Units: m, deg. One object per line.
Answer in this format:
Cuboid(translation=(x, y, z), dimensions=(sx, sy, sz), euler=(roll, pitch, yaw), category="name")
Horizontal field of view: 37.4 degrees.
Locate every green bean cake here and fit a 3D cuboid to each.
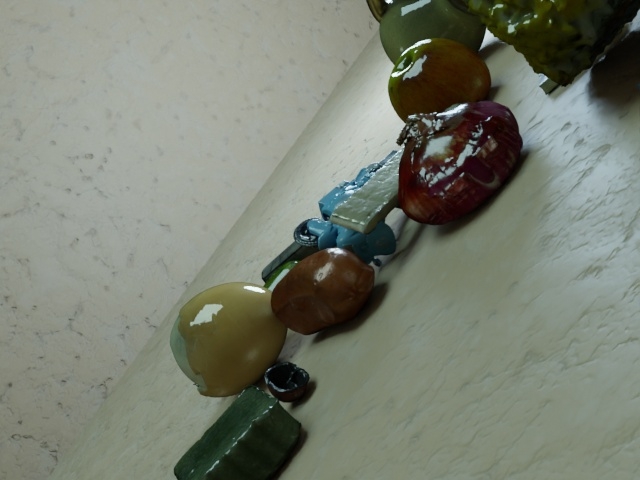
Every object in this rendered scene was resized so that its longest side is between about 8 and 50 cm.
Cuboid(translation=(-0.121, 0.313, 1.409), dimensions=(0.185, 0.094, 0.183), euler=(-52, 11, -12), category="green bean cake")

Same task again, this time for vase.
Cuboid(translation=(0.248, -0.523, 2.108), dimensions=(0.302, 0.329, 0.241), euler=(-31, 38, 57), category="vase")

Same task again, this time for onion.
Cuboid(translation=(0.201, -0.140, 1.488), dimensions=(0.230, 0.163, 0.230), euler=(-38, 13, 11), category="onion")

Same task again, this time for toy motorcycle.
Cuboid(translation=(0.091, -0.056, 1.687), dimensions=(0.182, 0.123, 0.272), euler=(22, 52, 36), category="toy motorcycle")

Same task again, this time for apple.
Cuboid(translation=(0.229, -0.305, 1.861), dimensions=(0.196, 0.196, 0.196), euler=(-47, 12, 13), category="apple")

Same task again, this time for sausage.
Cuboid(translation=(0.003, 0.083, 1.605), dimensions=(0.133, 0.133, 0.258), euler=(-56, 12, -27), category="sausage")

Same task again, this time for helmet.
Cuboid(translation=(-0.050, 0.235, 1.506), dimensions=(0.065, 0.049, 0.084), euler=(-21, 30, -24), category="helmet")

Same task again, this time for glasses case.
Cuboid(translation=(0.000, 0.000, 1.939), dimensions=(0.114, 0.060, 0.299), euler=(-8, -25, -47), category="glasses case")

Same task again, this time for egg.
Cuboid(translation=(-0.167, 0.178, 1.755), dimensions=(0.244, 0.201, 0.201), euler=(-35, 17, 22), category="egg")

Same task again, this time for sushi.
Cuboid(translation=(0.368, -0.406, 1.288), dimensions=(0.351, 0.240, 0.396), euler=(-47, -9, 18), category="sushi")

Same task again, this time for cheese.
Cuboid(translation=(0.163, -0.136, 1.648), dimensions=(0.085, 0.034, 0.400), euler=(21, 47, 35), category="cheese")

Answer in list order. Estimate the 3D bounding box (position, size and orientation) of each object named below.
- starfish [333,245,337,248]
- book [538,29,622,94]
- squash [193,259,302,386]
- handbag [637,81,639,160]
Cuboid(translation=(0.015, 0.067, 1.821), dimensions=(0.176, 0.053, 0.208), euler=(-60, 6, -1), category="starfish")
Cuboid(translation=(0.437, -0.347, 1.603), dimensions=(0.160, 0.024, 0.228), euler=(-42, 14, 30), category="book")
Cuboid(translation=(-0.132, 0.175, 1.907), dimensions=(0.331, 0.087, 0.087), euler=(-51, 12, -7), category="squash")
Cuboid(translation=(0.407, -0.129, 0.929), dimensions=(0.175, 0.088, 0.270), euler=(-32, 19, 32), category="handbag")
